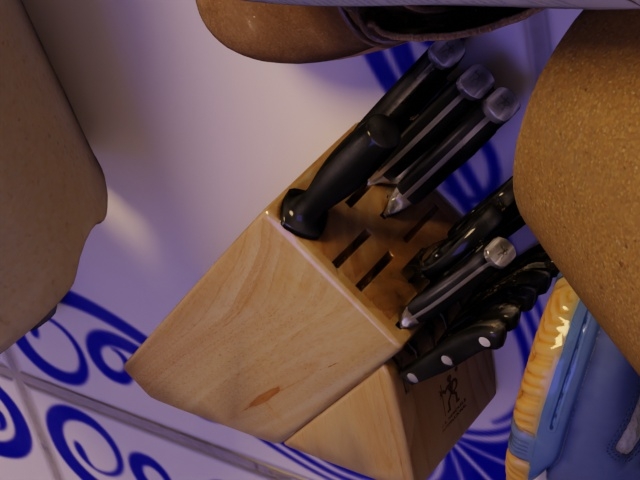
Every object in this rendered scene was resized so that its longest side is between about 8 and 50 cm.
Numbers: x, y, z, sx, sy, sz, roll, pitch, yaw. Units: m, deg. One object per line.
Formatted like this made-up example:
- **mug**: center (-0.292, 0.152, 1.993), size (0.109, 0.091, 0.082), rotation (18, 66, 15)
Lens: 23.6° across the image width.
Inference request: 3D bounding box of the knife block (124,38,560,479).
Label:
- **knife block**: center (0.000, 0.000, 0.783), size (0.275, 0.088, 0.242), rotation (15, 132, 35)

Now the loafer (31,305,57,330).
- **loafer**: center (-0.325, 0.010, 1.092), size (0.302, 0.095, 0.109), rotation (18, 135, 32)

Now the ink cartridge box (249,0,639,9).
- **ink cartridge box**: center (0.020, -0.191, 0.516), size (0.224, 0.045, 0.223), rotation (8, 89, 39)

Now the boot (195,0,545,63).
- **boot**: center (0.028, -0.123, 0.621), size (0.305, 0.115, 0.112), rotation (-12, 117, 50)

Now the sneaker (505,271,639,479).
- **sneaker**: center (0.168, 0.122, 0.739), size (0.131, 0.112, 0.296), rotation (12, 141, 25)

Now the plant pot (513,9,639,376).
- **plant pot**: center (0.196, 0.006, 0.511), size (0.254, 0.237, 0.237), rotation (34, 143, 33)

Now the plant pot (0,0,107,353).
- **plant pot**: center (-0.278, -0.085, 0.814), size (0.333, 0.334, 0.305), rotation (7, 140, 40)
